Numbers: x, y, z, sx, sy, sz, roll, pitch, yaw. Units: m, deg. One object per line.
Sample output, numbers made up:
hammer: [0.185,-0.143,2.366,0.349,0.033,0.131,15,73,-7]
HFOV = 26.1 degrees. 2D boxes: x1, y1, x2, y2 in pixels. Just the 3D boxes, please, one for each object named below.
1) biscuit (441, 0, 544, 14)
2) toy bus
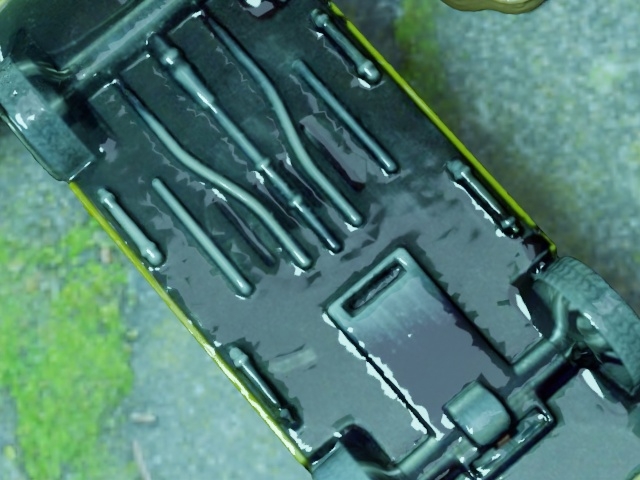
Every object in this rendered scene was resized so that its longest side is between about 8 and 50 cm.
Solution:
biscuit: [0.134,-0.215,0.683,0.236,0.040,0.144,-36,80,5]
toy bus: [0.000,0.000,0.606,0.144,0.152,0.330,-40,77,-4]
